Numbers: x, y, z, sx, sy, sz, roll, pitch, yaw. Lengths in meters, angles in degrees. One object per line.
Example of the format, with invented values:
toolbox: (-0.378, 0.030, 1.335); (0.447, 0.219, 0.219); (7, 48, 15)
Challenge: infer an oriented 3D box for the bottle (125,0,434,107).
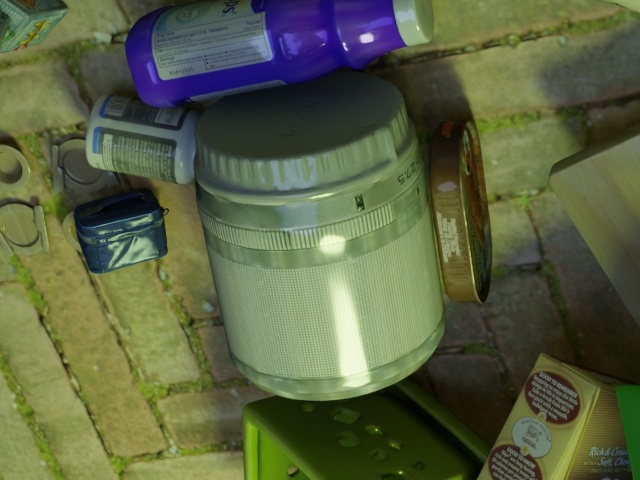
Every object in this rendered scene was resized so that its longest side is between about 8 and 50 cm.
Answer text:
bottle: (-0.037, -0.193, 1.499); (0.283, 0.118, 0.092); (-8, 110, 20)

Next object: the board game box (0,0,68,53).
board game box: (-0.344, -0.235, 1.541); (0.194, 0.194, 0.060); (34, 124, -23)

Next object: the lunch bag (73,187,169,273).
lunch bag: (-0.204, -0.015, 1.667); (0.098, 0.067, 0.065); (-17, 121, -13)

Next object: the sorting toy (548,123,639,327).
sorting toy: (0.389, -0.029, 1.498); (0.255, 0.089, 0.257); (-25, 111, 26)

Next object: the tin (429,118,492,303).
tin: (0.137, -0.026, 1.556); (0.040, 0.106, 0.189); (-3, 118, 13)

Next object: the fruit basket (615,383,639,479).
fruit basket: (0.314, 0.346, 1.458); (0.392, 0.392, 0.283); (-13, 135, 21)

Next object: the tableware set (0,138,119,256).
tableware set: (-0.291, -0.044, 1.713); (0.169, 0.020, 0.141); (-1, 119, 16)

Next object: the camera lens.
camera lens: (0.000, 0.000, 1.542); (0.219, 0.219, 0.274); (-2, 119, 16)

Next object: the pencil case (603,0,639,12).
pencil case: (0.206, -0.281, 1.356); (0.410, 0.183, 0.160); (14, 104, 5)

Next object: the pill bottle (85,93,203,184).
pill bottle: (-0.160, -0.099, 1.611); (0.137, 0.078, 0.078); (11, 122, 9)

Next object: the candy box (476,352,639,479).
candy box: (0.230, 0.283, 1.600); (0.183, 0.087, 0.316); (20, 100, -44)

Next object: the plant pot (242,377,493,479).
plant pot: (0.063, 0.280, 1.668); (0.227, 0.207, 0.228); (37, 136, 47)
